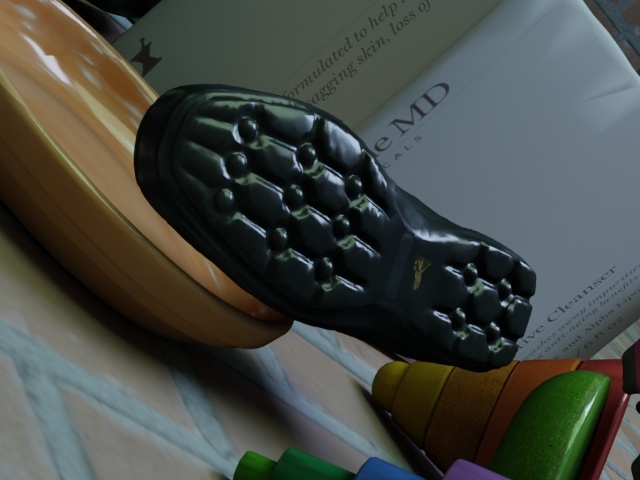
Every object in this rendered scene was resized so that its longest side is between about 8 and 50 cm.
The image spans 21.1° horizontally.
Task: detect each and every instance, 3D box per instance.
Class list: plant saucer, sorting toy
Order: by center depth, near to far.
[{"bbox_3d":[-0.088,-0.031,0.683,0.200,0.037,0.200,47,11,-12],"label":"plant saucer"},{"bbox_3d":[0.050,0.094,0.738,0.126,0.127,0.365,22,6,15],"label":"sorting toy"}]

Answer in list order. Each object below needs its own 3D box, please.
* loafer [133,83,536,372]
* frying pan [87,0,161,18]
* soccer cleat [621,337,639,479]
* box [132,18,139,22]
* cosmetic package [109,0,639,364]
[{"bbox_3d":[0.000,0.000,0.676,0.078,0.076,0.223,11,-12,42],"label":"loafer"},{"bbox_3d":[-0.068,-0.182,0.868,0.053,0.197,0.326,57,11,8],"label":"frying pan"},{"bbox_3d":[0.221,0.165,0.706,0.116,0.143,0.331,45,33,-66],"label":"soccer cleat"},{"bbox_3d":[-0.049,-0.145,1.072,0.179,0.105,0.043,44,11,-27],"label":"box"},{"bbox_3d":[0.079,-0.053,0.990,0.156,0.217,0.385,55,13,31],"label":"cosmetic package"}]
